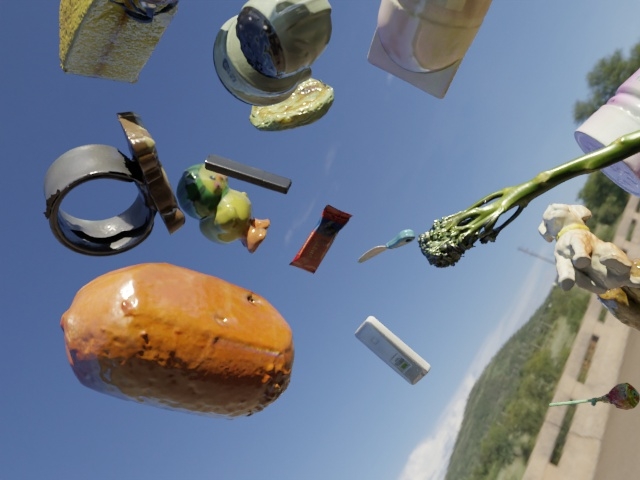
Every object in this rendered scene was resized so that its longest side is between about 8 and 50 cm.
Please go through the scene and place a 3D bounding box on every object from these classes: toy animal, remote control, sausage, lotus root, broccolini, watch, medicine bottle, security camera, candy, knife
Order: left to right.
[{"bbox_3d":[-0.585,-0.138,1.486,0.327,0.314,0.335,-24,-41,-16],"label":"watch"},{"bbox_3d":[-0.159,0.119,0.637,0.268,0.153,0.141,22,-60,-28],"label":"sausage"},{"bbox_3d":[-0.336,-0.098,1.804,0.191,0.338,0.216,-41,16,21],"label":"toy animal"},{"bbox_3d":[-0.201,-0.187,1.519,0.063,0.245,0.025,-72,-1,-49],"label":"remote control"},{"bbox_3d":[-0.088,-0.385,1.062,0.191,0.277,0.197,-33,-78,-24],"label":"security camera"},{"bbox_3d":[0.189,0.024,1.667,0.058,0.244,0.032,7,-116,-43],"label":"knife"},{"bbox_3d":[0.226,0.350,1.726,0.034,0.250,0.103,-41,-12,-47],"label":"remote control"},{"bbox_3d":[0.259,-0.539,1.228,0.236,0.236,0.406,-39,-21,-41],"label":"medicine bottle"},{"bbox_3d":[0.334,-0.059,0.819,0.392,0.079,0.074,-24,-37,11],"label":"broccolini"},{"bbox_3d":[0.513,0.011,1.037,0.185,0.184,0.104,-97,22,-53],"label":"toy animal"},{"bbox_3d":[0.648,0.380,1.296,0.060,0.201,0.060,35,-135,-46],"label":"candy"},{"bbox_3d":[0.900,0.161,1.491,0.193,0.291,0.193,-58,17,29],"label":"lotus root"},{"bbox_3d":[0.723,-0.270,1.120,0.325,0.212,0.212,-46,-22,13],"label":"medicine bottle"}]

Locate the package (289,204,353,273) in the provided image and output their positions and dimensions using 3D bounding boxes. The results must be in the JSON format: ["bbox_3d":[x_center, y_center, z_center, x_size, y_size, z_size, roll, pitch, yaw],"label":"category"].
[{"bbox_3d":[0.000,0.000,1.399,0.083,0.022,0.200,18,-64,-32],"label":"package"}]

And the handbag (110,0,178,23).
[{"bbox_3d":[-0.374,-0.578,1.080,0.149,0.302,0.283,-51,-21,-43],"label":"handbag"}]

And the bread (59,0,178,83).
[{"bbox_3d":[-0.552,-0.566,1.485,0.233,0.361,0.245,-2,-75,-37],"label":"bread"}]

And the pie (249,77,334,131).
[{"bbox_3d":[-0.094,-0.437,1.751,0.302,0.302,0.067,-47,-46,-31],"label":"pie"}]
